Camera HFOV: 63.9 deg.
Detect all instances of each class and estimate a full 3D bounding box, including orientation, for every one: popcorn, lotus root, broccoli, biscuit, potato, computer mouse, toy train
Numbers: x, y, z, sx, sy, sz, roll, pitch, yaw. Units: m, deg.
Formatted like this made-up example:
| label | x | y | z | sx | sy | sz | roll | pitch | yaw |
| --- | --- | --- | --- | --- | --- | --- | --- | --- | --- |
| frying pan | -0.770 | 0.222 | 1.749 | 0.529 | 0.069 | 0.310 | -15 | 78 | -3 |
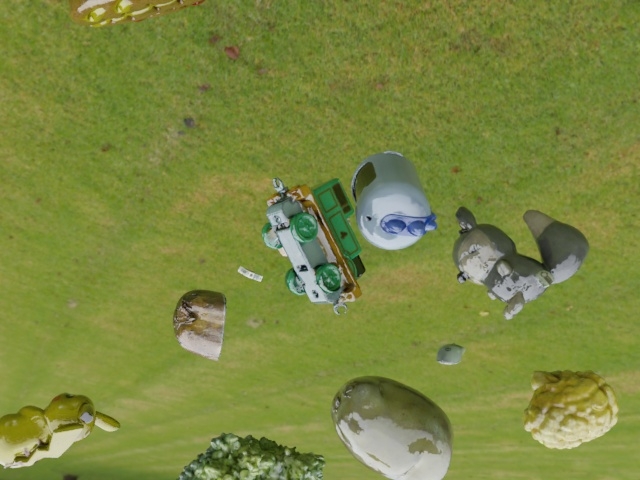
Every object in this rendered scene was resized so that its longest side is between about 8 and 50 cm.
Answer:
| label | x | y | z | sx | sy | sz | roll | pitch | yaw |
| --- | --- | --- | --- | --- | --- | --- | --- | --- | --- |
| popcorn | 0.613 | 0.412 | 1.294 | 0.200 | 0.203 | 0.226 | 7 | 133 | -33 |
| lotus root | -0.448 | 0.306 | 1.907 | 0.192 | 0.272 | 0.272 | 14 | 146 | -20 |
| broccoli | -0.146 | 0.532 | 1.019 | 0.317 | 0.277 | 0.338 | 22 | 169 | 1 |
| biscuit | -0.344 | -0.546 | 1.145 | 0.394 | 0.350 | 0.070 | -14 | 108 | 6 |
| potato | 0.178 | 0.480 | 1.311 | 0.326 | 0.221 | 0.243 | 24 | 146 | 4 |
| computer mouse | 0.301 | 0.252 | 1.179 | 0.056 | 0.032 | 0.110 | -1 | -173 | 27 |
| toy train | 0.000 | 0.000 | 1.443 | 0.178 | 0.249 | 0.429 | -12 | 109 | 51 |

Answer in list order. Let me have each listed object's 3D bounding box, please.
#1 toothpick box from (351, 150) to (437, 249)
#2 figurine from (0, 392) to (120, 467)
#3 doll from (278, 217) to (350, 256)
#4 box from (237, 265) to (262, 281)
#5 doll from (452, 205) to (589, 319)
| label | x | y | z | sx | sy | sz | roll | pitch | yaw |
| --- | --- | --- | --- | --- | --- | --- | --- | --- | --- |
| toothpick box | 0.235 | -0.115 | 1.635 | 0.263 | 0.355 | 0.263 | 0 | 119 | 1 |
| figurine | -0.781 | 0.543 | 1.488 | 0.326 | 0.169 | 0.218 | -22 | 158 | -21 |
| doll | -0.020 | -0.033 | 1.706 | 0.119 | 0.278 | 0.154 | 58 | 157 | 2 |
| box | -0.254 | 0.121 | 1.859 | 0.054 | 0.024 | 0.083 | 24 | 177 | 32 |
| doll | 0.623 | 0.042 | 1.692 | 0.378 | 0.382 | 0.252 | -23 | 145 | -17 |
